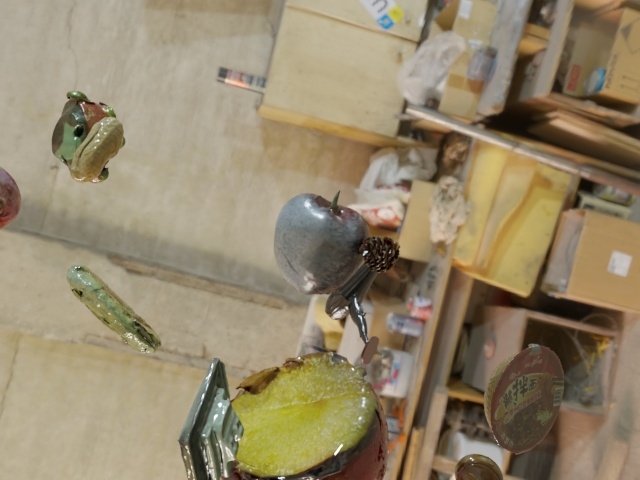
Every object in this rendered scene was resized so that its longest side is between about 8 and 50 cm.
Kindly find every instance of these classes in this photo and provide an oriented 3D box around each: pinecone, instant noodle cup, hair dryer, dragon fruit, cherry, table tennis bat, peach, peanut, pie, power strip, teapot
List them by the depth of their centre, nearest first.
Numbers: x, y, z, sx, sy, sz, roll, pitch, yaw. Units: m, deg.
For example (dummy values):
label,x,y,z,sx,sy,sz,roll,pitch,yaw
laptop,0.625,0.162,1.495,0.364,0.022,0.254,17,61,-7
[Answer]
label,x,y,z,sx,sy,sz,roll,pitch,yaw
power strip,-0.169,0.338,1.142,0.198,0.065,0.213,-77,-14,-54
cherry,-0.755,-0.090,1.457,0.192,0.175,0.250,-37,14,-7
peach,-0.031,0.440,1.469,0.416,0.353,0.339,-48,22,47
teapot,0.355,0.531,1.477,0.098,0.129,0.078,-42,9,13
peanut,-0.509,-0.204,1.532,0.174,0.080,0.080,-61,4,-19
pie,-0.499,0.177,1.629,0.071,0.306,0.306,-46,4,-11
instant noodle cup,0.480,0.377,1.645,0.091,0.274,0.274,13,89,55
pinecone,0.150,0.033,1.687,0.109,0.102,0.102,13,-88,-55
cherry,0.000,0.000,1.776,0.218,0.255,0.296,-119,49,-72
table tennis bat,0.152,0.323,1.955,0.087,0.013,0.156,-66,-27,-6
dragon fruit,-0.704,-0.303,1.996,0.295,0.130,0.268,3,97,43
hair dryer,0.151,0.223,2.208,0.303,0.120,0.359,-47,34,21

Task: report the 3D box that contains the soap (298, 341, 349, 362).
label,x,y,z,sx,sy,sz,roll,pitch,yaw
soap,-0.008,0.392,1.771,0.199,0.138,0.182,-129,61,-82
